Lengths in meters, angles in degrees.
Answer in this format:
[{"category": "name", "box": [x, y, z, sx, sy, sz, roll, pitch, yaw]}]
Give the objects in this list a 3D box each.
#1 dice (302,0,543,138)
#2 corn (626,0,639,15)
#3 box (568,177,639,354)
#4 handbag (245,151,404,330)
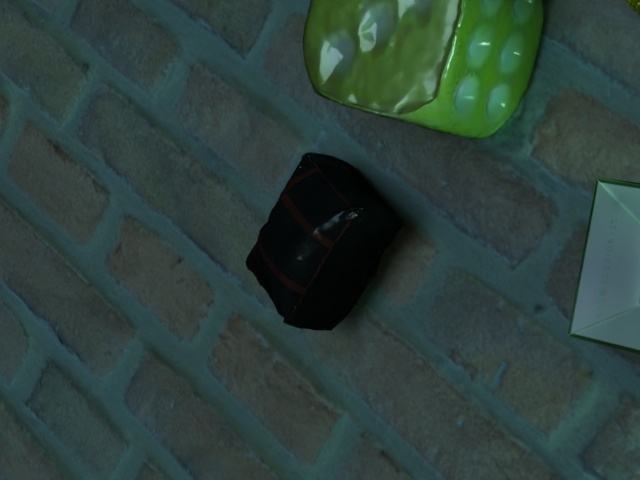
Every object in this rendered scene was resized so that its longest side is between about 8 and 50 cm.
[{"category": "dice", "box": [0.136, -0.270, 1.903, 0.233, 0.226, 0.238, 22, 101, 37]}, {"category": "corn", "box": [0.464, -0.253, 1.739, 0.248, 0.081, 0.081, 45, 114, 32]}, {"category": "box", "box": [0.415, 0.038, 1.714, 0.177, 0.148, 0.195, 12, 94, 41]}, {"category": "handbag", "box": [0.000, 0.000, 2.038, 0.215, 0.155, 0.169, -58, 43, 21]}]
